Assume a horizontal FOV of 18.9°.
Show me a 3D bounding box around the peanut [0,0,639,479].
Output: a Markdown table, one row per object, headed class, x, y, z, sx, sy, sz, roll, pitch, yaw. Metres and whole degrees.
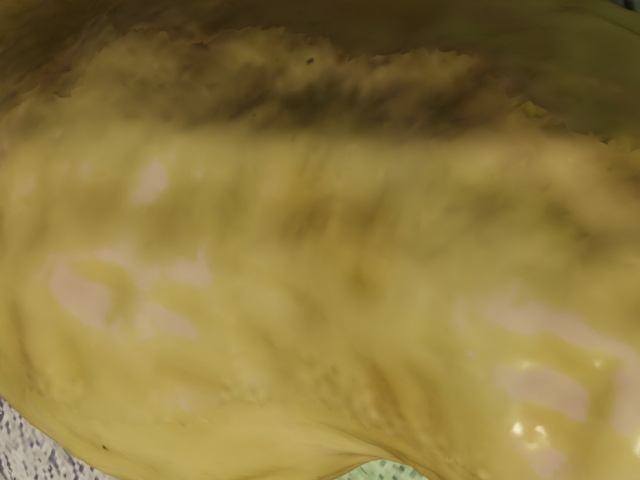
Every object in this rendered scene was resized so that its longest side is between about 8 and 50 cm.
| class | x | y | z | sx | sy | sz | roll | pitch | yaw |
| --- | --- | --- | --- | --- | --- | --- | --- | --- | --- |
| peanut | 0.000 | 0.000 | 0.470 | 0.319 | 0.147 | 0.147 | 20 | 121 | 35 |
